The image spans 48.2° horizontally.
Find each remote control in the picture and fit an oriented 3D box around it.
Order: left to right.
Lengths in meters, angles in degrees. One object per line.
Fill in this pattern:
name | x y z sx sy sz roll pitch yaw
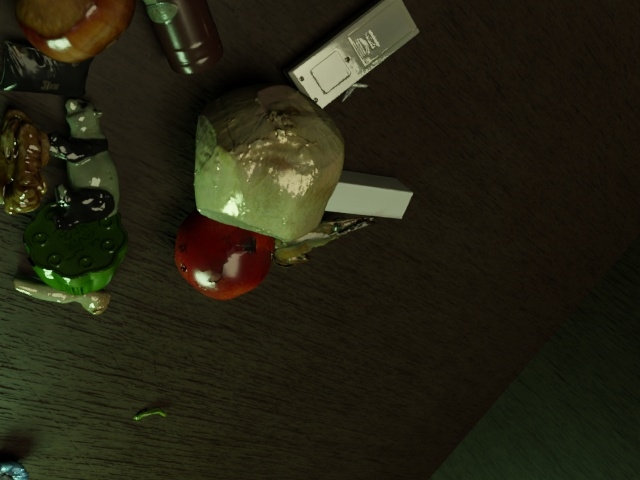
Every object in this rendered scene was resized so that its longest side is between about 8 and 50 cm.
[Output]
remote control | 0.062 -0.382 1.445 0.277 0.055 0.103 -38 116 -5

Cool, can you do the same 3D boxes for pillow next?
pillow | -0.445 -0.275 1.165 0.150 0.048 0.091 -3 121 -39

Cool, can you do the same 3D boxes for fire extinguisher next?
fire extinguisher | -0.268 -0.428 1.139 0.138 0.102 0.344 -30 136 -12

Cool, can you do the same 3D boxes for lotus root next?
lotus root | -0.454 0.037 1.342 0.186 0.186 0.186 -20 133 -24

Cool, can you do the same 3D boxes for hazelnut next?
hazelnut | -0.373 -0.360 1.076 0.182 0.182 0.182 -20 133 -24

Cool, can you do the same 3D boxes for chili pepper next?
chili pepper | -0.419 0.427 1.765 0.083 0.017 0.030 -4 133 -33

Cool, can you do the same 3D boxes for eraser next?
eraser | 0.078 -0.111 1.668 0.298 0.078 0.076 3 120 -39

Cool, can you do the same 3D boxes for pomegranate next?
pomegranate | -0.192 0.017 1.481 0.210 0.210 0.235 -58 163 15

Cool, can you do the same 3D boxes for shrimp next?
shrimp | 0.001 -0.009 1.706 0.261 0.066 0.117 -13 146 -11

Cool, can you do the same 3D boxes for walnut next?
walnut | -0.490 -0.126 1.182 0.069 0.143 0.170 -7 127 -44

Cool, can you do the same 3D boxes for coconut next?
coconut | -0.096 -0.160 1.350 0.297 0.297 0.255 -12 132 -30

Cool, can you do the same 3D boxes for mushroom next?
mushroom | -0.510 0.103 1.405 0.202 0.059 0.055 19 93 -44

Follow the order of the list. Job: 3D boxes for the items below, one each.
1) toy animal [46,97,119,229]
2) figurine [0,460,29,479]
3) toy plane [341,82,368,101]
toy animal | -0.417 -0.134 1.247 0.121 0.093 0.225 -15 102 -34
figurine | -0.698 0.531 1.588 0.114 0.079 0.114 -19 126 -28
toy plane | 0.061 -0.332 1.520 0.084 0.024 0.078 -4 113 -28
